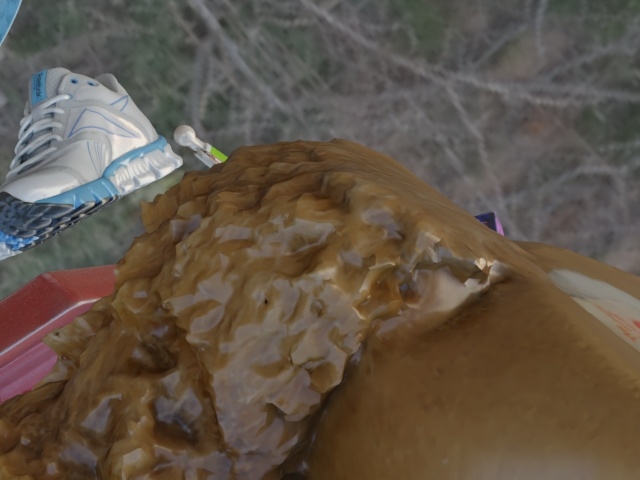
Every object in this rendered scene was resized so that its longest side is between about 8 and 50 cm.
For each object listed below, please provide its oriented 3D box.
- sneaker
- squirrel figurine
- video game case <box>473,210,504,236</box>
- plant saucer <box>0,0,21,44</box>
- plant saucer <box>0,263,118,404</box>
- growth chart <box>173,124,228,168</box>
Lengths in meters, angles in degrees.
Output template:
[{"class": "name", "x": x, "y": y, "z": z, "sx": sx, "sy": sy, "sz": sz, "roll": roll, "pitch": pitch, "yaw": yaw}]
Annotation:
[{"class": "sneaker", "x": -0.140, "y": -0.048, "z": 0.834, "sx": 0.071, "sy": 0.083, "sz": 0.191, "roll": -25, "pitch": -173, "yaw": 16}, {"class": "squirrel figurine", "x": 0.013, "y": 0.176, "z": 0.668, "sx": 0.397, "sy": 0.281, "sz": 0.370, "roll": 29, "pitch": 104, "yaw": -8}, {"class": "video game case", "x": 0.078, "y": 0.103, "z": 1.431, "sx": 0.210, "sy": 0.232, "sz": 0.042, "roll": -13, "pitch": 154, "yaw": 13}, {"class": "plant saucer", "x": -0.436, "y": -0.223, "z": 1.708, "sx": 0.317, "sy": 0.043, "sz": 0.317, "roll": -51, "pitch": 170, "yaw": -13}, {"class": "plant saucer", "x": -0.266, "y": 0.092, "z": 1.406, "sx": 0.258, "sy": 0.048, "sz": 0.259, "roll": -32, "pitch": 173, "yaw": 17}, {"class": "growth chart", "x": 0.000, "y": 0.000, "z": 1.064, "sx": 0.172, "sy": 0.237, "sz": 0.021, "roll": 34, "pitch": 92, "yaw": -29}]
